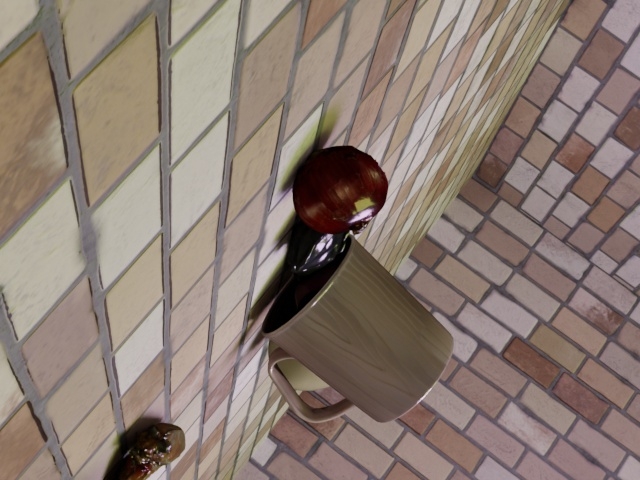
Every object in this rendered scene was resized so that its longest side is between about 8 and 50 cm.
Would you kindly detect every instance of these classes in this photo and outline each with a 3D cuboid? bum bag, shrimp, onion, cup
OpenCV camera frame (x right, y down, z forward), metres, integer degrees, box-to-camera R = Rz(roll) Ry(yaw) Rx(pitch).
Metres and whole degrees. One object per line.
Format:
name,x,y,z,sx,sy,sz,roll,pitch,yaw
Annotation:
bum bag,0.000,0.000,1.832,0.137,0.074,0.310,-54,175,-5
shrimp,-0.264,0.330,1.771,0.154,0.062,0.294,-45,172,-16
onion,0.026,-0.064,1.538,0.131,0.131,0.131,-52,172,-10
cup,0.045,0.175,1.991,0.288,0.273,0.208,-51,-166,-8

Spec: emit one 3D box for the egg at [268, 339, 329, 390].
egg,0.006,0.174,2.202,0.241,0.186,0.186,-43,172,-1
